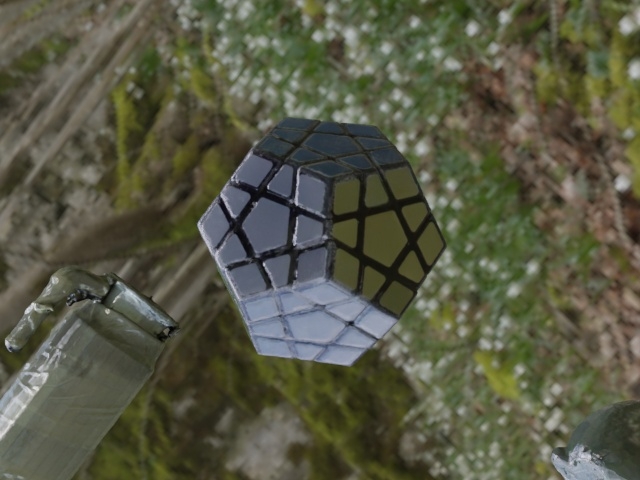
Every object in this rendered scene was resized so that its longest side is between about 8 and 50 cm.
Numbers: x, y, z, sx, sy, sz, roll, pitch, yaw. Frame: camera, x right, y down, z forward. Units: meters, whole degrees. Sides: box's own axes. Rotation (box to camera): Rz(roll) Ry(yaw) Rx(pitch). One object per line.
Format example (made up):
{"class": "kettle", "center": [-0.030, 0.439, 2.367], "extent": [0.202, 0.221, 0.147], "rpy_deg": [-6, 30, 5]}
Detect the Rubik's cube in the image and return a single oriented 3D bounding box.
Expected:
{"class": "Rubik's cube", "center": [0.000, 0.000, 1.682], "extent": [0.319, 0.264, 0.319], "rpy_deg": [5, -153, -3]}

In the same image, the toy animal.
{"class": "toy animal", "center": [0.341, 0.173, 1.242], "extent": [0.127, 0.251, 0.125], "rpy_deg": [59, 155, -14]}

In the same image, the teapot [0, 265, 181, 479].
{"class": "teapot", "center": [-0.204, 0.111, 1.013], "extent": [0.107, 0.200, 0.077], "rpy_deg": [40, 174, -25]}
